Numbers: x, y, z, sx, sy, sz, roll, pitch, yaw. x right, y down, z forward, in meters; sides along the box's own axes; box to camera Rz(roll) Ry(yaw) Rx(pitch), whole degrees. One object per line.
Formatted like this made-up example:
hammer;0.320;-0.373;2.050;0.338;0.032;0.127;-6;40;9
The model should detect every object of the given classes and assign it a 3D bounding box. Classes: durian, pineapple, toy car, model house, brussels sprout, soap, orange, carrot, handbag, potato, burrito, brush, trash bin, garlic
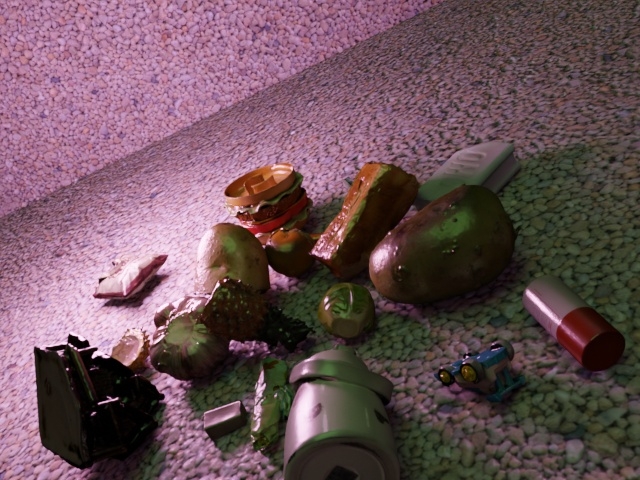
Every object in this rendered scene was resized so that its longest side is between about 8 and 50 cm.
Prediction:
durian;-0.559;0.353;1.935;0.224;0.078;0.140;-48;47;-12
pineapple;-0.150;0.201;1.704;0.279;0.157;0.157;23;43;-1
toy car;0.312;0.273;1.355;0.126;0.098;0.161;-18;-11;-39
model house;-0.523;0.385;1.695;0.283;0.297;0.317;5;-4;-45
brussels sprout;0.060;0.169;1.665;0.155;0.117;0.155;-19;22;8
soap;0.406;-0.162;1.907;0.289;0.095;0.173;-43;34;-24
orange;-0.086;0.036;1.967;0.157;0.134;0.156;-1;36;0
carrot;0.000;0.000;2.037;0.162;0.055;0.055;-8;35;19
handbag;-0.654;0.118;2.307;0.235;0.127;0.213;-2;41;40
potato;-0.253;0.058;1.915;0.243;0.242;0.285;-31;4;-6
burrito;-0.104;0.367;1.565;0.104;0.054;0.288;-17;31;14
brush;0.111;-0.163;2.210;0.030;0.033;0.178;-18;29;-11
trash bin;-0.221;0.419;1.591;0.092;0.043;0.061;-22;31;4
potato;0.288;0.027;1.608;0.359;0.219;0.269;-33;21;6
garlic;-0.342;0.263;1.817;0.245;0.160;0.244;-8;63;15

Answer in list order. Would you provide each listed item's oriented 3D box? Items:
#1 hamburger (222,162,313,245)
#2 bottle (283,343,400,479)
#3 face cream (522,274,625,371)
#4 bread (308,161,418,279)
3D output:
hamburger;-0.159;-0.101;2.153;0.275;0.212;0.274;-18;24;8
bottle;0.040;0.341;1.342;0.229;0.229;0.351;-22;23;10
face cream;0.497;0.160;1.348;0.096;0.095;0.214;-29;31;-1
bread;0.125;-0.053;1.852;0.344;0.149;0.195;-58;21;-5
